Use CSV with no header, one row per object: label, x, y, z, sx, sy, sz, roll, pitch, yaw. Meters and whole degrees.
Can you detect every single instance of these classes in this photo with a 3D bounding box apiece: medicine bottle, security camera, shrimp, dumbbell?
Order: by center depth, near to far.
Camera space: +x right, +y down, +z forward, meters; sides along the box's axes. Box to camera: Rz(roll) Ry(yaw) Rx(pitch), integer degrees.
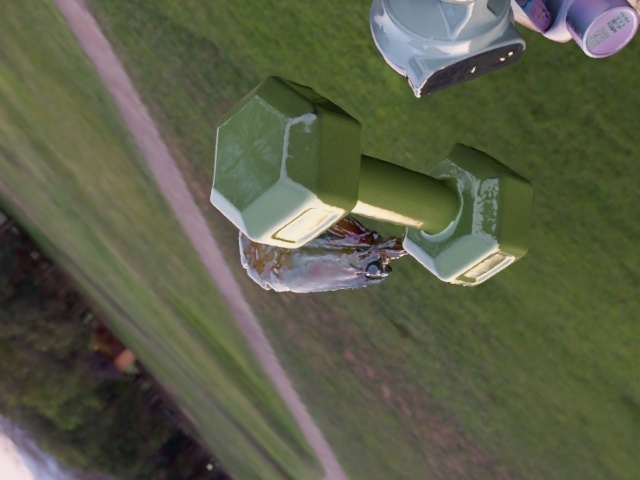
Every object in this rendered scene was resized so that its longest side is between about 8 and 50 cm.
dumbbell,0.051,-0.039,0.851,0.302,0.121,0.108,12,-129,-45
security camera,0.163,-0.346,1.366,0.277,0.197,0.191,90,157,-63
medicine bottle,0.330,-0.323,1.391,0.119,0.094,0.188,106,149,-43
shrimp,-0.001,0.000,1.461,0.294,0.062,0.154,5,95,34

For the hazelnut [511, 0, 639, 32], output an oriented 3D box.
hazelnut,0.479,-0.531,1.970,0.366,0.366,0.366,41,162,16
